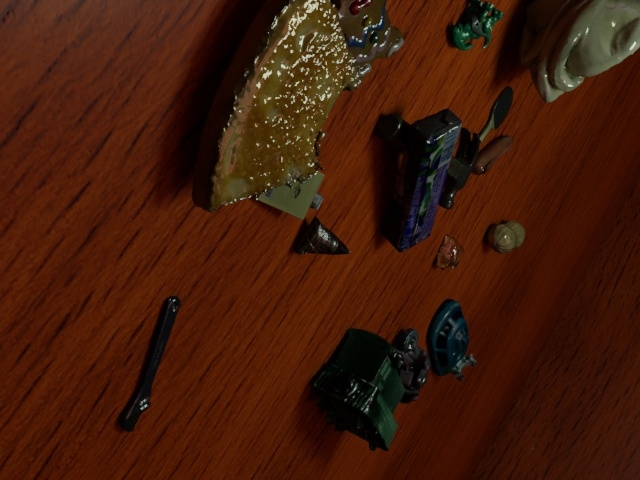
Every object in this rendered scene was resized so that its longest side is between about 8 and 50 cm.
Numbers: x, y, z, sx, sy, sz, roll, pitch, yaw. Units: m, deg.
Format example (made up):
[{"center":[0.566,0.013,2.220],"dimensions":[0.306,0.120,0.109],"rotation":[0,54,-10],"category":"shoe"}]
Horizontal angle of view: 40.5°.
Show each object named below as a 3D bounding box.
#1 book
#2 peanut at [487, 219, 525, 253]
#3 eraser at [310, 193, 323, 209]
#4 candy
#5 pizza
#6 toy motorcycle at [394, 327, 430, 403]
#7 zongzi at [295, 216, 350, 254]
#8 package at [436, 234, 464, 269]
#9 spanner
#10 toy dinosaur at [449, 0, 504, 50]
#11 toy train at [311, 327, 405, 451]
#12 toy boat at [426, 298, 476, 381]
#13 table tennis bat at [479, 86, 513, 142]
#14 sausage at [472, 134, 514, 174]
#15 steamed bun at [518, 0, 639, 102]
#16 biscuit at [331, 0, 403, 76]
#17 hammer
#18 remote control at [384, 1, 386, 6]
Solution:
[{"center":[-0.045,-0.080,1.274],"dimensions":[0.111,0.014,0.077],"rotation":[24,93,-51],"category":"book"},{"center":[0.491,-0.010,2.277],"dimensions":[0.187,0.082,0.082],"rotation":[-16,128,-58],"category":"peanut"},{"center":[-0.022,-0.069,1.345],"dimensions":[0.027,0.019,0.099],"rotation":[-63,151,2],"category":"eraser"},{"center":[0.179,-0.102,1.567],"dimensions":[0.088,0.061,0.312],"rotation":[-28,150,-26],"category":"candy"},{"center":[-0.055,-0.181,1.107],"dimensions":[0.223,0.089,0.324],"rotation":[15,102,-57],"category":"pizza"},{"center":[0.204,0.301,2.037],"dimensions":[0.122,0.082,0.213],"rotation":[-59,147,-32],"category":"toy motorcycle"},{"center":[0.000,0.000,1.427],"dimensions":[0.083,0.073,0.067],"rotation":[24,93,-24],"category":"zongzi"},{"center":[0.304,0.035,2.024],"dimensions":[0.077,0.033,0.110],"rotation":[-55,150,6],"category":"package"},{"center":[-0.233,0.172,1.190],"dimensions":[0.046,0.012,0.209],"rotation":[-1,114,-60],"category":"spanner"},{"center":[0.281,-0.386,1.579],"dimensions":[0.132,0.059,0.096],"rotation":[18,106,-55],"category":"toy dinosaur"},{"center":[0.097,0.316,1.793],"dimensions":[0.178,0.138,0.330],"rotation":[-59,155,-18],"category":"toy train"},{"center":[0.353,0.265,2.265],"dimensions":[0.134,0.092,0.299],"rotation":[-50,152,-19],"category":"toy boat"},{"center":[0.387,-0.273,1.915],"dimensions":[0.156,0.013,0.087],"rotation":[-52,153,-23],"category":"table tennis bat"},{"center":[0.392,-0.197,1.964],"dimensions":[0.176,0.040,0.047],"rotation":[-40,145,-41],"category":"sausage"},{"center":[0.524,-0.448,1.780],"dimensions":[0.268,0.207,0.280],"rotation":[-33,-168,30],"category":"steamed bun"},{"center":[0.055,-0.319,1.212],"dimensions":[0.138,0.031,0.205],"rotation":[-39,139,-16],"category":"biscuit"},{"center":[0.207,-0.165,1.648],"dimensions":[0.440,0.044,0.168],"rotation":[12,104,-64],"category":"hammer"},{"center":[0.087,-0.402,1.231],"dimensions":[0.059,0.028,0.212],"rotation":[-31,140,-53],"category":"remote control"}]
